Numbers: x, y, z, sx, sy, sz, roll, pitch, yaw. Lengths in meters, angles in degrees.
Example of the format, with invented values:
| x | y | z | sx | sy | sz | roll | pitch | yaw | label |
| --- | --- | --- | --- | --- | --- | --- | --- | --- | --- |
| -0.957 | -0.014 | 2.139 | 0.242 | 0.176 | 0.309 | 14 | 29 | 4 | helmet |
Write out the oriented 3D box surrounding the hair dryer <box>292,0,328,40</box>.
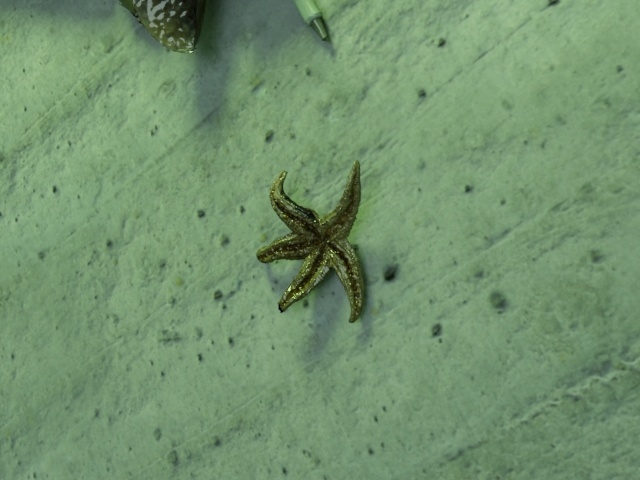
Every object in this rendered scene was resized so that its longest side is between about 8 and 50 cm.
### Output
| x | y | z | sx | sy | sz | roll | pitch | yaw | label |
| --- | --- | --- | --- | --- | --- | --- | --- | --- | --- |
| -0.047 | -0.341 | 1.151 | 0.155 | 0.044 | 0.183 | -22 | 81 | 29 | hair dryer |

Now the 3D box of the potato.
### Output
| x | y | z | sx | sy | sz | roll | pitch | yaw | label |
| --- | --- | --- | --- | --- | --- | --- | --- | --- | --- |
| -0.214 | -0.411 | 1.195 | 0.120 | 0.100 | 0.261 | 9 | 104 | 1 | potato |

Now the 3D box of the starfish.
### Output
| x | y | z | sx | sy | sz | roll | pitch | yaw | label |
| --- | --- | --- | --- | --- | --- | --- | --- | --- | --- |
| 0.003 | -0.001 | 1.105 | 0.213 | 0.057 | 0.238 | 45 | 113 | 14 | starfish |

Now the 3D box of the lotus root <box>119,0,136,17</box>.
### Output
| x | y | z | sx | sy | sz | roll | pitch | yaw | label |
| --- | --- | --- | --- | --- | --- | --- | --- | --- | --- |
| -0.276 | -0.419 | 1.260 | 0.143 | 0.070 | 0.144 | -14 | 82 | 28 | lotus root |
